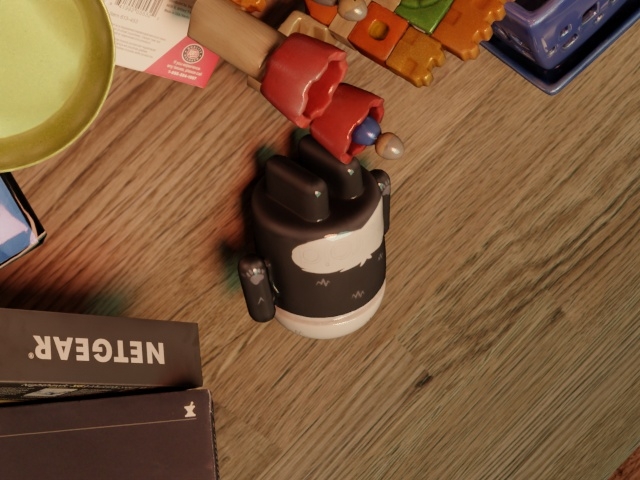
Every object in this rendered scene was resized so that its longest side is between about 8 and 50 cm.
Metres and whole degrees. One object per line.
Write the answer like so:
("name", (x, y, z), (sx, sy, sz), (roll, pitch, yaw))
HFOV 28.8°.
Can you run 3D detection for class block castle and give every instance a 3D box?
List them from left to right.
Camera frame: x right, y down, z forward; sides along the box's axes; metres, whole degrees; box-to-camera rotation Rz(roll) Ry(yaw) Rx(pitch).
("block castle", (0.088, -0.310, 1.312), (0.453, 0.212, 0.303), (-57, 166, 1))

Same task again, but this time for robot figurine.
("robot figurine", (-0.003, 0.000, 1.622), (0.209, 0.174, 0.278), (-7, 132, 0))

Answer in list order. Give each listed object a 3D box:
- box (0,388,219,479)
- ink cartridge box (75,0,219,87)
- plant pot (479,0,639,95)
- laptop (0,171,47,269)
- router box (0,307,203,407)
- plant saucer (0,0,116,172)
("box", (-0.277, 0.342, 1.400), (0.343, 0.313, 0.179), (-4, 169, -6))
("ink cartridge box", (-0.156, -0.297, 1.291), (0.172, 0.100, 0.237), (9, 116, -45))
("plant pot", (0.279, -0.339, 1.554), (0.236, 0.236, 0.212), (-43, 147, -5))
("laptop", (-0.413, -0.024, 1.178), (0.136, 0.264, 0.234), (-22, 107, 18))
("router box", (-0.326, 0.143, 1.399), (0.243, 0.081, 0.308), (-17, 162, 40))
("plant saucer", (-0.318, -0.182, 1.191), (0.240, 0.037, 0.241), (-8, 119, -15))
